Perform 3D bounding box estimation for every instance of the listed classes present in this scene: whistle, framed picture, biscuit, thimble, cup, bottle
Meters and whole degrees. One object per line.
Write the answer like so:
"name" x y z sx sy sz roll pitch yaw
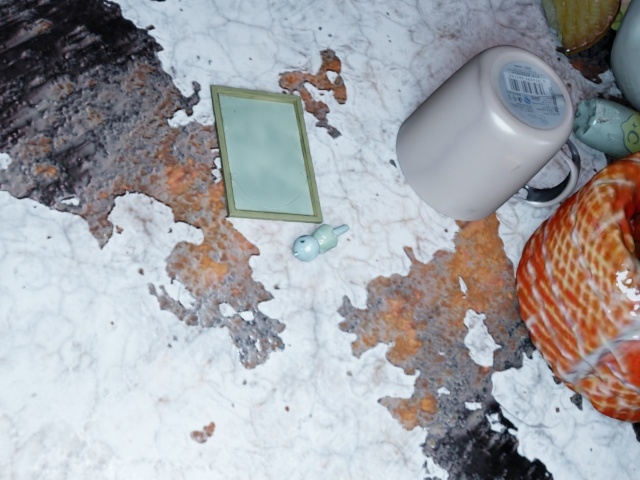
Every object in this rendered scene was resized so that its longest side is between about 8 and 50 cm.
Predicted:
"whistle" 0.000 0.000 1.352 0.100 0.035 0.035 -28 79 -39
"framed picture" -0.073 -0.116 1.393 0.136 0.010 0.201 3 62 -27
"biscuit" 0.437 -0.428 1.808 0.176 0.031 0.229 17 75 16
"thimble" 0.453 0.059 1.449 0.350 0.230 0.350 14 56 -22
"cup" 0.265 -0.141 1.474 0.253 0.200 0.191 31 53 -11
"bottle" 0.540 -0.163 1.713 0.269 0.083 0.083 16 57 -21

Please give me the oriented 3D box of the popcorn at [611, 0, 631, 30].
"popcorn" 0.522 -0.432 1.856 0.109 0.089 0.097 34 71 -2

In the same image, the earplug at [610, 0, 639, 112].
"earplug" 0.689 -0.304 1.705 0.394 0.313 0.313 26 51 12
